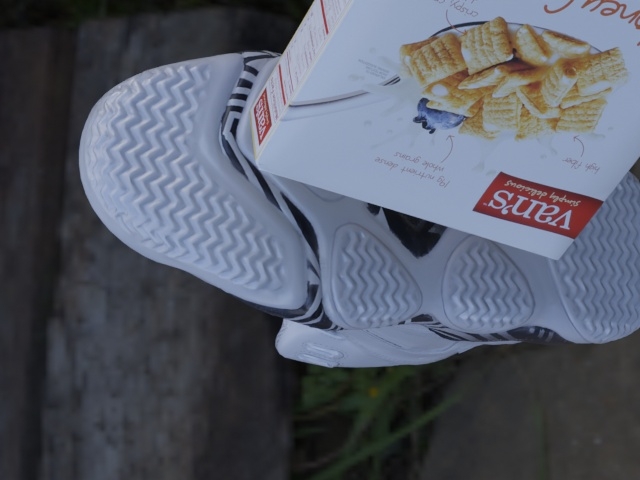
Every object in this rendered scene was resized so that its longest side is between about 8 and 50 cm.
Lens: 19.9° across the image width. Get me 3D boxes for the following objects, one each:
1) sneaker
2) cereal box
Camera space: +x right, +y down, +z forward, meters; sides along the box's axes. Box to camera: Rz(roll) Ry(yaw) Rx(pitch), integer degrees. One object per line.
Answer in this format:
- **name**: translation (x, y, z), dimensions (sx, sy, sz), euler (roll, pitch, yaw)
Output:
- **sneaker**: translation (0.000, 0.000, 1.028), dimensions (0.210, 0.366, 0.137), euler (-16, 68, 53)
- **cereal box**: translation (0.095, -0.105, 0.821), dimensions (0.240, 0.173, 0.047), euler (-58, 27, 34)
